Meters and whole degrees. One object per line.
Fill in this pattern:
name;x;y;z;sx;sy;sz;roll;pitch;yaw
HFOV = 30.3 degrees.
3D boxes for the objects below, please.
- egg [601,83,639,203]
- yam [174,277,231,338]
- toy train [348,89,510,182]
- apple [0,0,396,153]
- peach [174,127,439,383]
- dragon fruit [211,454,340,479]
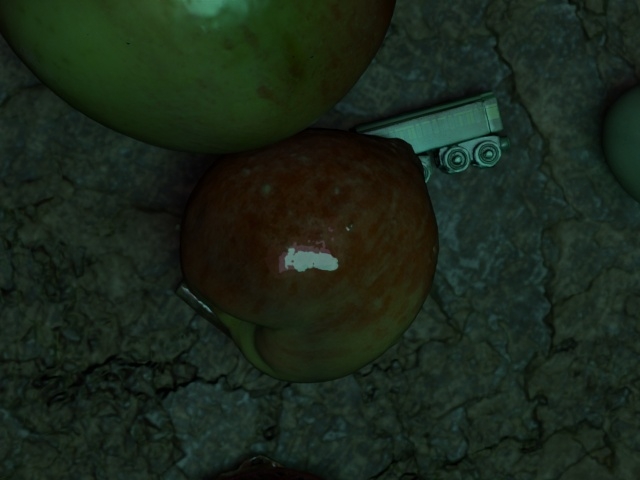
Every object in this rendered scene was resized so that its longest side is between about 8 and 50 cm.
egg;0.323;-0.078;1.066;0.152;0.114;0.114;41;89;-8
yam;-0.084;0.075;1.074;0.116;0.021;0.021;40;89;-8
toy train;0.098;-0.086;1.076;0.148;0.038;0.071;-16;94;-5
apple;-0.094;-0.217;0.909;0.319;0.319;0.277;-37;123;-3
peach;0.000;0.000;0.998;0.233;0.232;0.232;-1;95;-7
dragon fruit;-0.049;0.289;1.076;0.127;0.121;0.161;-29;132;-43
